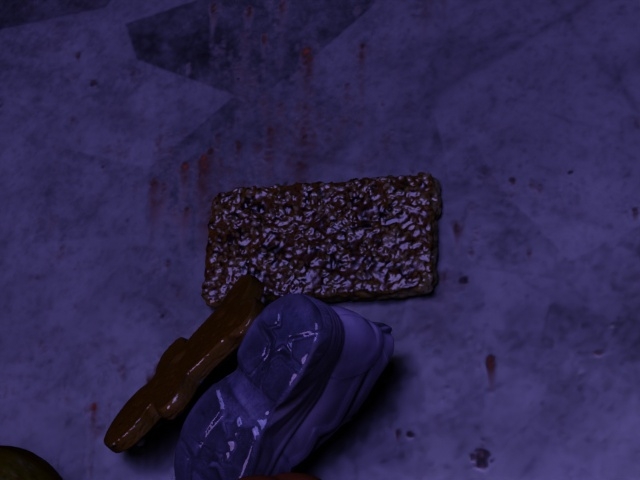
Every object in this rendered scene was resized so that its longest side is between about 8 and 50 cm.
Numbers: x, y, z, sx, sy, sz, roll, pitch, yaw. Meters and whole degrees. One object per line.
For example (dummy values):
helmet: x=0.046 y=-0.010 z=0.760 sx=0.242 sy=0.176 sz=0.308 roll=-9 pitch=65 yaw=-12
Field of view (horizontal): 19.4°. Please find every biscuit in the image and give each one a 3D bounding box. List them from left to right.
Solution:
biscuit: x=-0.120 y=0.120 z=1.704 sx=0.205 sy=0.031 sz=0.138 roll=-45 pitch=16 yaw=8
biscuit: x=0.000 y=0.000 z=1.773 sx=0.231 sy=0.025 sz=0.131 roll=-5 pitch=62 yaw=16

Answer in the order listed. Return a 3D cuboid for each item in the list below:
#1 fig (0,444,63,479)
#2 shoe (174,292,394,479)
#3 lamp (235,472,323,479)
fig: x=-0.241 y=0.268 z=1.668 sx=0.236 sy=0.124 sz=0.124 roll=27 pitch=73 yaw=13
shoe: x=-0.030 y=0.156 z=1.655 sx=0.095 sy=0.138 sz=0.245 roll=46 pitch=115 yaw=38
lamp: x=-0.047 y=0.273 z=1.548 sx=0.188 sy=0.187 sz=0.164 roll=-25 pitch=57 yaw=4
